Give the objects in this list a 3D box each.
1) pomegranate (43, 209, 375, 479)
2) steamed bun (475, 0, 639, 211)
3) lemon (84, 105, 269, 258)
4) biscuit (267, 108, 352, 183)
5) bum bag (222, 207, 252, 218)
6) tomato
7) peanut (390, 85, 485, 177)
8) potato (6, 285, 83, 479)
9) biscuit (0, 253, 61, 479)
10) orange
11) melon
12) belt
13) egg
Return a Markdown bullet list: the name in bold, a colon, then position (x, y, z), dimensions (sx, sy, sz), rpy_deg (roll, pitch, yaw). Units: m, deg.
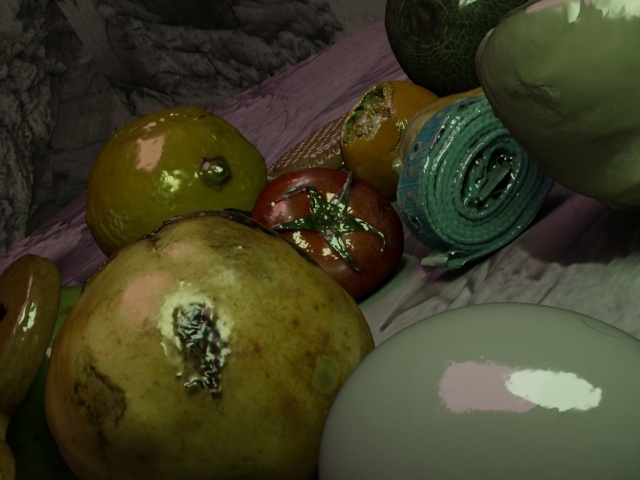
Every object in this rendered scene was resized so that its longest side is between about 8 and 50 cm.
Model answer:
- **pomegranate**: position (-0.093, 0.104, 1.165), dimensions (0.260, 0.260, 0.260), rpy_deg (-30, 12, 7)
- **steamed bun**: position (0.295, -0.130, 1.223), dimensions (0.309, 0.220, 0.324), rpy_deg (-23, -2, -5)
- **lemon**: position (-0.203, -0.060, 2.052), dimensions (0.260, 0.260, 0.284), rpy_deg (-33, 8, -6)
- **biscuit**: position (0.032, -0.125, 2.127), dimensions (0.259, 0.079, 0.259), rpy_deg (-32, 11, 7)
- **bum bag**: position (-0.119, 0.060, 1.676), dimensions (0.144, 0.095, 0.340), rpy_deg (23, 36, 17)
- **tomato**: position (0.000, 0.000, 1.574), dimensions (0.167, 0.167, 0.167), rpy_deg (-30, 12, 7)
- **peanut**: position (0.169, -0.105, 1.602), dimensions (0.224, 0.129, 0.129), rpy_deg (-24, 14, 43)
- **potato**: position (-0.231, 0.154, 1.384), dimensions (0.215, 0.216, 0.304), rpy_deg (-30, 5, 7)
- **biscuit**: position (-0.321, 0.207, 1.173), dimensions (0.283, 0.064, 0.432), rpy_deg (12, 79, 65)
- **orange**: position (0.095, -0.132, 1.866), dimensions (0.154, 0.134, 0.155), rpy_deg (-37, 7, 6)
- **melon**: position (0.223, -0.291, 1.915), dimensions (0.237, 0.238, 0.301), rpy_deg (-21, -6, 42)
- **belt**: position (0.152, -0.065, 1.458), dimensions (0.163, 0.148, 0.082), rpy_deg (-25, 6, -19)
- **egg**: position (0.104, 0.120, 0.772), dimensions (0.231, 0.176, 0.176), rpy_deg (-3, 30, 47)
